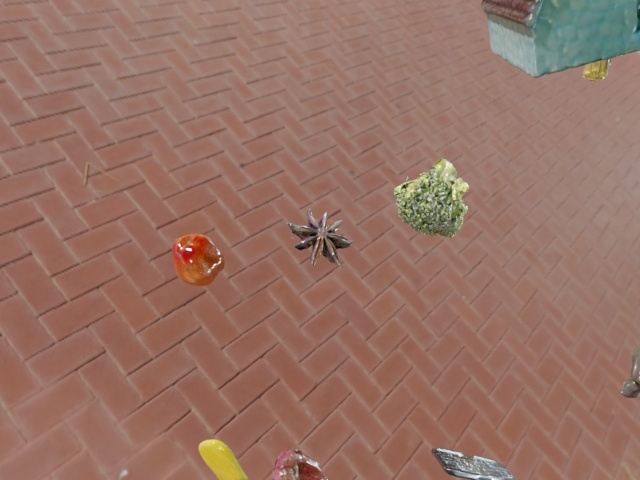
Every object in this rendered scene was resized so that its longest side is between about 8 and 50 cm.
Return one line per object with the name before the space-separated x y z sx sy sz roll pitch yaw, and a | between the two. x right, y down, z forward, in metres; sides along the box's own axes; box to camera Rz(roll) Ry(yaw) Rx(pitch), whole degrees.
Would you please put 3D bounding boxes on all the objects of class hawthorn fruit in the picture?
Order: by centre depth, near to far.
hawthorn fruit | -0.321 0.047 1.406 0.138 0.133 0.132 58 30 -43

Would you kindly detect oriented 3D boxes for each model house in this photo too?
model house | 0.384 -0.427 0.841 0.230 0.248 0.280 -13 29 5

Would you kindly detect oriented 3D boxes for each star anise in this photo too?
star anise | 0.000 0.000 1.582 0.205 0.061 0.180 -3 69 -26

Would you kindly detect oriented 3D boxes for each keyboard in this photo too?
keyboard | 0.416 0.609 1.442 0.262 0.016 0.106 21 10 -23

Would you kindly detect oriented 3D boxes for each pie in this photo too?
pie | -0.038 0.513 1.130 0.153 0.038 0.153 38 29 -26

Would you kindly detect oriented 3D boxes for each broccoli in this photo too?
broccoli | 0.370 -0.135 1.711 0.248 0.288 0.245 43 77 -19

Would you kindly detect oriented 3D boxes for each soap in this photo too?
soap | -0.223 0.532 1.270 0.168 0.089 0.033 59 34 -16

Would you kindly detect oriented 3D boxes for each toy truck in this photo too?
toy truck | 0.559 -0.387 1.078 0.052 0.123 0.063 13 42 29

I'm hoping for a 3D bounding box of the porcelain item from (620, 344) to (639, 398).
porcelain item | 0.533 0.179 0.840 0.081 0.215 0.069 -3 41 -6
